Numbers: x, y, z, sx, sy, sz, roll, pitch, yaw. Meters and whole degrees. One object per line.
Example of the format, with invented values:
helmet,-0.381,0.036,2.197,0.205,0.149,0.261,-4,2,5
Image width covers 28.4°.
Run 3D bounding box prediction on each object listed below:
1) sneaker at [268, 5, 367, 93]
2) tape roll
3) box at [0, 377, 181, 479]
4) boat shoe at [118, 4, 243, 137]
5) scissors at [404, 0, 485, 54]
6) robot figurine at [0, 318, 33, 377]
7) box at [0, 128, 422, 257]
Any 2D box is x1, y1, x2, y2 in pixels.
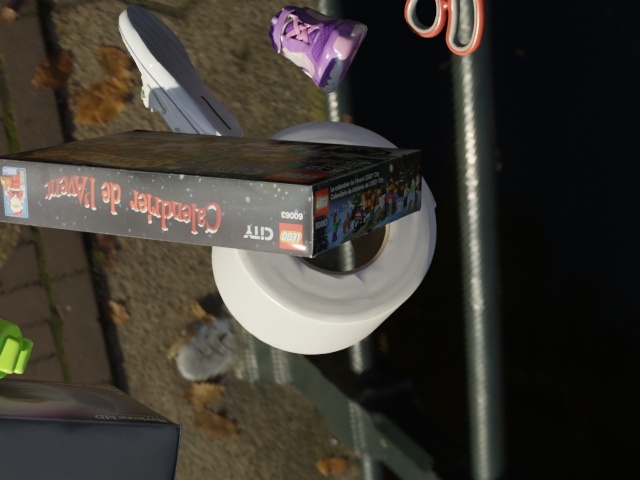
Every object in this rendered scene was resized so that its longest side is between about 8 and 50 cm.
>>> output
sneaker,-0.013,-0.254,1.607,0.104,0.236,0.095,30,94,-14
tape roll,0.000,0.000,1.506,0.246,0.169,0.246,3,72,-10
box,-0.377,0.291,1.689,0.296,0.294,0.183,7,92,-27
boat shoe,-0.195,-0.191,1.611,0.076,0.226,0.083,-39,174,30
scissors,0.148,-0.361,1.461,0.021,0.109,0.297,-31,131,-44
robot figurine,-0.386,0.116,1.432,0.101,0.115,0.067,19,88,-76
box,-0.070,-0.037,0.829,0.159,0.233,0.044,-22,115,-61
